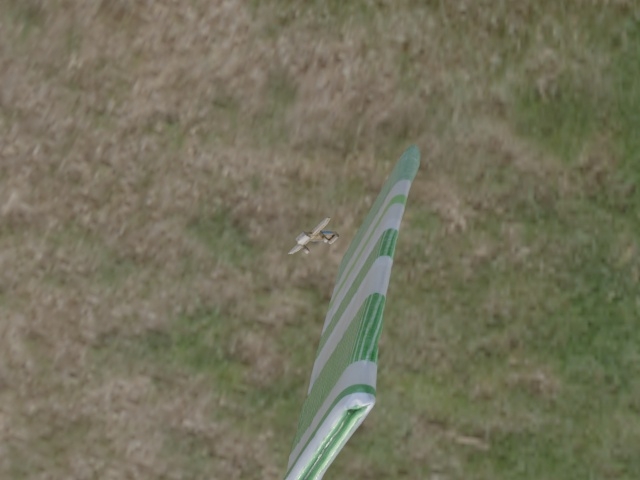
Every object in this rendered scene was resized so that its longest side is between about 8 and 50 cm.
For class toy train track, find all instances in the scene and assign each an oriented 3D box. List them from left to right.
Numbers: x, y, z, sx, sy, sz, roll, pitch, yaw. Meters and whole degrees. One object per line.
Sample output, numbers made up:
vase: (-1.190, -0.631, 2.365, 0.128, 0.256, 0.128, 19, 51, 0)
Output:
toy train track: (0.000, 0.000, 1.380, 0.048, 0.083, 0.014, -43, 77, 16)

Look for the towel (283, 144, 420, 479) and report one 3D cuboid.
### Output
towel: (0.039, 0.091, 1.672, 0.038, 0.324, 0.248, 20, 143, -6)
